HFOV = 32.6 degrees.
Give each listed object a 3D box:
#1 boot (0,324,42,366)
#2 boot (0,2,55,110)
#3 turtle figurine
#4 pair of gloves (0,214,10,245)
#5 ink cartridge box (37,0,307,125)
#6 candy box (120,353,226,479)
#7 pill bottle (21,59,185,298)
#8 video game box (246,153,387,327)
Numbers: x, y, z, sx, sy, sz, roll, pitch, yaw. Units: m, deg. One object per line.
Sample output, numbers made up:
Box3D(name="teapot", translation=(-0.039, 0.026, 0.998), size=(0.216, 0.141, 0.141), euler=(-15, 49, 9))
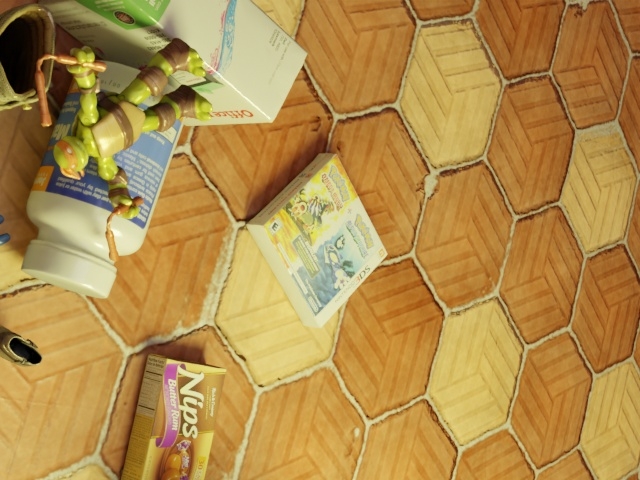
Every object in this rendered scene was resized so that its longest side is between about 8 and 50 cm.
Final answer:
Box3D(name="boot", translation=(-0.392, 0.117, 1.321), size=(0.118, 0.087, 0.042), euler=(34, 72, -38))
Box3D(name="boot", translation=(-0.402, -0.140, 1.197), size=(0.095, 0.203, 0.262), euler=(44, 56, -39))
Box3D(name="turtle figurine", translation=(-0.227, -0.127, 1.264), size=(0.217, 0.087, 0.270), euler=(-37, 130, -30))
Box3D(name="pair of gloves", translation=(-0.463, -0.024, 1.291), size=(0.159, 0.023, 0.198), euler=(-42, 120, -33))
Box3D(name="ink cartridge box", translation=(-0.186, -0.268, 1.405), size=(0.278, 0.201, 0.117), euler=(38, 68, -38))
Box3D(name="candy box", translation=(-0.204, 0.259, 1.529), size=(0.109, 0.053, 0.187), euler=(18, 82, -42))
Box3D(name="pill bottle", translation=(-0.276, -0.073, 1.371), size=(0.152, 0.152, 0.272), euler=(28, 74, -40))
Box3D(name="video game box", translation=(0.000, 0.000, 1.702), size=(0.187, 0.048, 0.205), euler=(-48, 123, -32))
